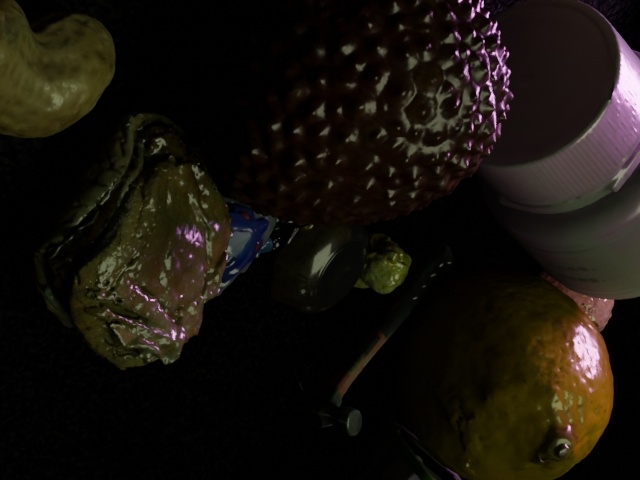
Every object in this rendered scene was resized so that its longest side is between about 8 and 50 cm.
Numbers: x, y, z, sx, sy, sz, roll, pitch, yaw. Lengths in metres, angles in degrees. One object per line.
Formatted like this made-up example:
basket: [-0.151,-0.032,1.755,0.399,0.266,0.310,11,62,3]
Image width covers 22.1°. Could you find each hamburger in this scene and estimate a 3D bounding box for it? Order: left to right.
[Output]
hamburger: [-0.170,-0.002,1.435,0.206,0.130,0.183,-62,145,-22]

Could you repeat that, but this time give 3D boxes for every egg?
egg: [0.332,0.082,2.190,0.116,0.118,0.140,-25,-179,38]

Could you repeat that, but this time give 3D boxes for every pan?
pan: [-0.009,0.014,1.717,0.128,0.048,0.202,-57,149,-1]

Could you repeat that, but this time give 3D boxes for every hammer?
hammer: [0.071,0.104,1.873,0.288,0.111,0.033,-48,134,-30]

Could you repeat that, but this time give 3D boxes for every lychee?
lychee: [0.034,-0.140,1.435,0.304,0.276,0.276,-37,146,-2]

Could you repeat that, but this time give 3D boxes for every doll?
doll: [-0.088,-0.006,1.582,0.195,0.070,0.096,-31,109,-40]

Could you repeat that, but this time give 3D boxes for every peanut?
peanut: [-0.241,-0.134,1.232,0.103,0.098,0.229,-39,158,23]

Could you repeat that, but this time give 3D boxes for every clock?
clock: [0.039,0.383,1.947,0.166,0.235,0.309,40,92,-17]

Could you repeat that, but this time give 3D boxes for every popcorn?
popcorn: [0.062,0.031,1.825,0.059,0.068,0.083,23,138,-35]

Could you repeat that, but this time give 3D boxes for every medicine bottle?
medicine bottle: [0.295,-0.102,1.838,0.256,0.256,0.325,-54,138,-4]

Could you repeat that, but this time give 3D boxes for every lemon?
lemon: [0.219,0.166,1.936,0.253,0.310,0.254,-12,125,-17]
